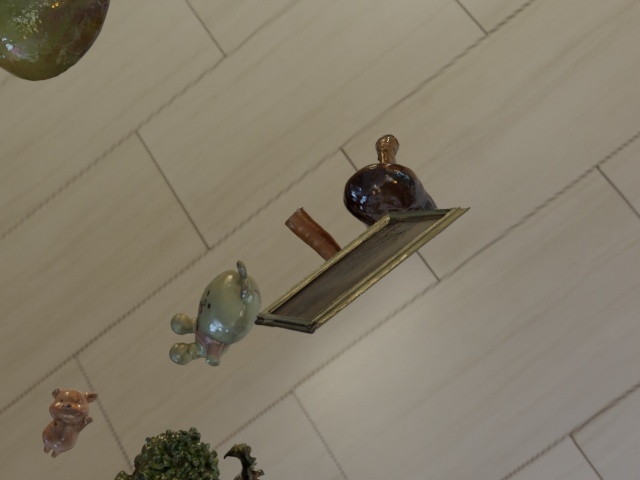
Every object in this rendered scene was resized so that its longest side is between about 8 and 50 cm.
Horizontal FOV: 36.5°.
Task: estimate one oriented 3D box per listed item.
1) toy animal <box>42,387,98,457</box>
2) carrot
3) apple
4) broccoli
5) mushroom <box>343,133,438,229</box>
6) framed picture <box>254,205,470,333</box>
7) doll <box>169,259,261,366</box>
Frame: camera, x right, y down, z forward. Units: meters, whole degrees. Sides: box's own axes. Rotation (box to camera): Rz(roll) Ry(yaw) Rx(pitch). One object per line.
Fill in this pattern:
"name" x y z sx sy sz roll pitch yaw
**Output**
"toy animal" -0.513 0.361 1.947 0.089 0.083 0.150 -4 60 60
"carrot" 0.000 0.000 1.765 0.139 0.048 0.048 43 92 2
"apple" -0.423 -0.360 1.453 0.193 0.120 0.265 37 107 -4
"broccoli" -0.235 0.519 1.769 0.334 0.272 0.324 31 94 -1
"mushroom" 0.117 -0.119 1.748 0.148 0.227 0.217 -16 55 14
"framed picture" 0.045 0.030 1.204 0.252 0.197 0.014 -37 103 -19
"doll" -0.178 0.136 1.794 0.275 0.113 0.154 -43 40 40
